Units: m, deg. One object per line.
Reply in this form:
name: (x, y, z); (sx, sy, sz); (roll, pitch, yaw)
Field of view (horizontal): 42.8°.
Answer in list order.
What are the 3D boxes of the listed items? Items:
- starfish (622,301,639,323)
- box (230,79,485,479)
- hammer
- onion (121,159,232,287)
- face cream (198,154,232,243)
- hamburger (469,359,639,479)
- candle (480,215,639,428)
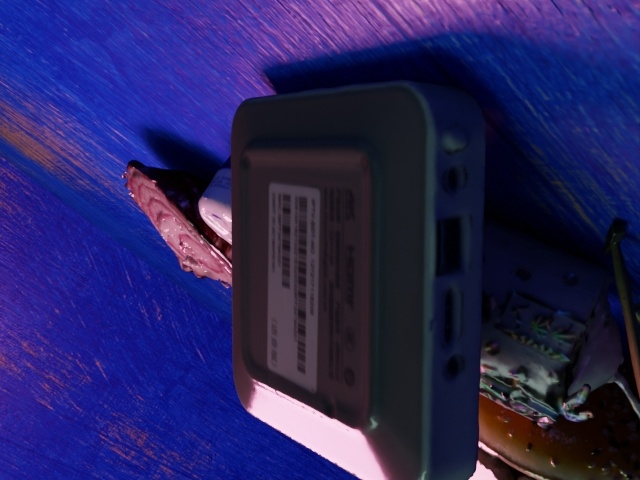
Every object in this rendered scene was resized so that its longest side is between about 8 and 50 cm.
starfish: (0.376, 0.149, 0.749); (0.236, 0.062, 0.277); (46, -159, 8)
box: (0.013, 0.033, 0.825); (0.090, 0.367, 0.373); (-5, -173, -31)
hammer: (0.283, 0.085, 0.739); (0.013, 0.199, 0.062); (-7, 158, 8)
onion: (-0.202, -0.042, 1.431); (0.314, 0.146, 0.280); (29, 154, 48)
face cream: (-0.079, -0.032, 1.229); (0.206, 0.111, 0.206); (32, 163, 11)
hamburger: (0.304, 0.232, 0.994); (0.300, 0.300, 0.176); (26, 121, 25)
candle: (0.220, 0.093, 0.866); (0.330, 0.187, 0.187); (26, 164, 17)
